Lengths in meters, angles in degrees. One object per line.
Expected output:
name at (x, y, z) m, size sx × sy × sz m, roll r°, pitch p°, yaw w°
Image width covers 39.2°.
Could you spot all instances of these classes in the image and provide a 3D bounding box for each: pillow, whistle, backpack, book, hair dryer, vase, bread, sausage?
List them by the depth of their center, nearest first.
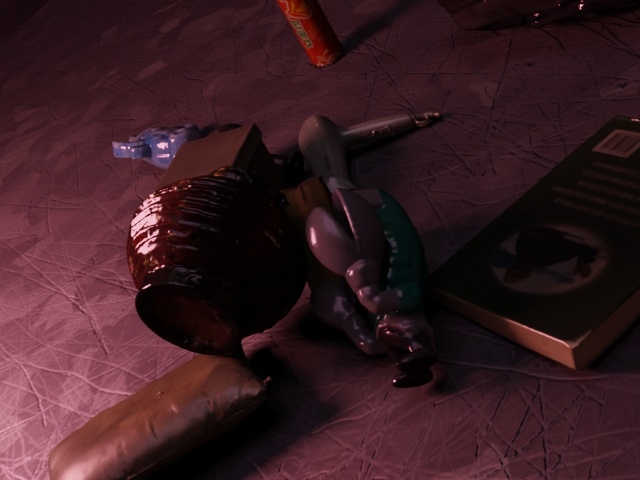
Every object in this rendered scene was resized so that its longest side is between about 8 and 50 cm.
book at (0.331, -0.017, 1.064) m, size 0.371 × 0.043 × 0.260 m, roll -39°, pitch 31°, yaw -16°
pillow at (-0.203, 0.228, 1.110) m, size 0.302 × 0.075 × 0.185 m, roll -33°, pitch 23°, yaw -6°
bread at (-0.002, -0.004, 1.213) m, size 0.074 × 0.139 × 0.084 m, roll -17°, pitch 34°, yaw 17°
hair dryer at (0.089, -0.152, 1.439) m, size 0.237 × 0.075 × 0.206 m, roll -20°, pitch 39°, yaw 1°
backpack at (0.383, -0.502, 1.506) m, size 0.445 × 0.255 × 0.363 m, roll -12°, pitch 30°, yaw 31°
vase at (-0.115, -0.133, 1.526) m, size 0.182 × 0.120 × 0.120 m, roll 11°, pitch 48°, yaw 23°
whistle at (-0.300, -0.185, 1.748) m, size 0.180 × 0.093 × 0.269 m, roll -20°, pitch 24°, yaw -32°
sausage at (-0.043, -0.464, 1.770) m, size 0.083 × 0.264 × 0.083 m, roll -22°, pitch 36°, yaw 17°

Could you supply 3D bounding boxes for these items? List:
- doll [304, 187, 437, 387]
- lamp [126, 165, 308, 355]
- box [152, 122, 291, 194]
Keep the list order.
doll at (0.058, 0.039, 1.061) m, size 0.153 × 0.195 × 0.258 m, roll -4°, pitch 22°, yaw -12°
lamp at (-0.130, 0.018, 1.139) m, size 0.246 × 0.247 × 0.247 m, roll -21°, pitch 33°, yaw 14°
box at (-0.158, -0.046, 1.386) m, size 0.155 × 0.149 × 0.231 m, roll -13°, pitch 36°, yaw 25°
